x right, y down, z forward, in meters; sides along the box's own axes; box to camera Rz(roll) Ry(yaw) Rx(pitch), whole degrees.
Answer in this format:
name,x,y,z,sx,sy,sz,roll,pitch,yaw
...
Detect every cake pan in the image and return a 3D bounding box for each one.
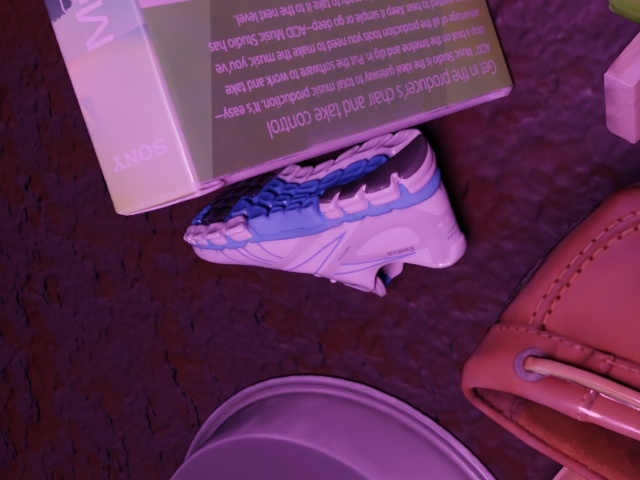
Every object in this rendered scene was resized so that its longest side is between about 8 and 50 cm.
name,x,y,z,sx,sy,sz,roll,pitch,yaw
cake pan,0.006,0.229,0.742,0.293,0.054,0.293,12,111,33

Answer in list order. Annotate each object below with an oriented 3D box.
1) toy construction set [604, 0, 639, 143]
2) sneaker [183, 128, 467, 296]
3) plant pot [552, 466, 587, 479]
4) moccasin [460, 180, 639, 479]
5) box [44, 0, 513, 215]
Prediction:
name,x,y,z,sx,sy,sz,roll,pitch,yaw
toy construction set,0.215,-0.119,0.404,0.237,0.257,0.309,37,102,37
sneaker,0.000,0.000,0.673,0.191,0.071,0.083,-7,126,47
plant pot,0.212,0.192,0.594,0.236,0.032,0.236,12,111,33
moccasin,0.223,0.131,0.436,0.380,0.147,0.139,38,159,11
box,-0.041,-0.191,0.537,0.058,0.232,0.322,-17,93,43
